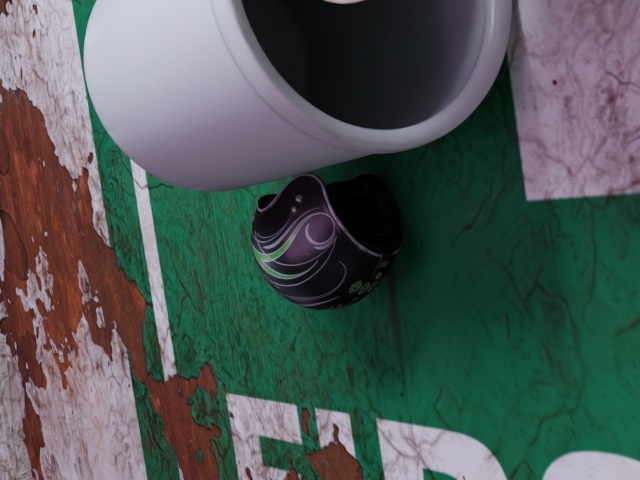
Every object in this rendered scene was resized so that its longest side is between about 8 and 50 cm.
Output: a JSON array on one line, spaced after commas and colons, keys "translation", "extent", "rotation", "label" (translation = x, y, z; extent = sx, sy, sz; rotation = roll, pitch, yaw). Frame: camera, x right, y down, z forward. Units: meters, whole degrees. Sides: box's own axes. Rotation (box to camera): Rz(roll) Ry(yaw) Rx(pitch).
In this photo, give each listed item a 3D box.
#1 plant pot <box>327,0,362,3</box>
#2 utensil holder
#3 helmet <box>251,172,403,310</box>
[{"translation": [0.122, -0.338, 1.031], "extent": [0.256, 0.274, 0.256], "rotation": [19, 114, 50], "label": "plant pot"}, {"translation": [-0.042, -0.224, 1.281], "extent": [0.385, 0.328, 0.327], "rotation": [-13, 88, 59], "label": "utensil holder"}, {"translation": [0.000, 0.000, 1.419], "extent": [0.161, 0.169, 0.169], "rotation": [-38, 67, 36], "label": "helmet"}]
